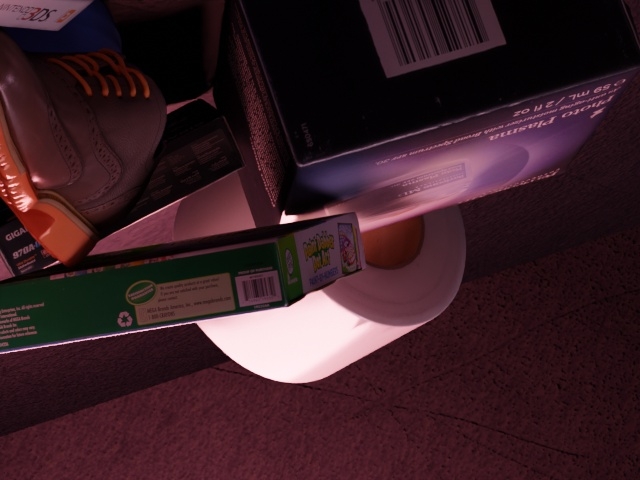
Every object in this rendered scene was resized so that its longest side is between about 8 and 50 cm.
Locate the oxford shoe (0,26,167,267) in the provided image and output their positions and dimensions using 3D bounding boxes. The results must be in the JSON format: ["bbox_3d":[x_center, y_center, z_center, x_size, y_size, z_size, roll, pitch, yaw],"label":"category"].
[{"bbox_3d":[-0.185,-0.094,1.339,0.133,0.130,0.363,-40,169,-6],"label":"oxford shoe"}]

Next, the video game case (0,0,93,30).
[{"bbox_3d":[-0.110,-0.209,1.160,0.232,0.042,0.210,-38,178,10],"label":"video game case"}]

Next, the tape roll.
[{"bbox_3d":[0.000,0.000,1.967,0.246,0.246,0.169,-7,162,-43],"label":"tape roll"}]

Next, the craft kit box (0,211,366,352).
[{"bbox_3d":[-0.113,0.031,1.537,0.250,0.061,0.246,-9,180,14],"label":"craft kit box"}]

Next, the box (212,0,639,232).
[{"bbox_3d":[0.079,-0.134,1.671,0.296,0.182,0.294,-17,168,-10],"label":"box"}]

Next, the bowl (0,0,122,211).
[{"bbox_3d":[-0.333,-0.078,1.529,0.391,0.077,0.391,-18,168,-4],"label":"bowl"}]

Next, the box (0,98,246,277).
[{"bbox_3d":[-0.180,-0.047,1.725,0.220,0.051,0.175,-27,-168,-4],"label":"box"}]
